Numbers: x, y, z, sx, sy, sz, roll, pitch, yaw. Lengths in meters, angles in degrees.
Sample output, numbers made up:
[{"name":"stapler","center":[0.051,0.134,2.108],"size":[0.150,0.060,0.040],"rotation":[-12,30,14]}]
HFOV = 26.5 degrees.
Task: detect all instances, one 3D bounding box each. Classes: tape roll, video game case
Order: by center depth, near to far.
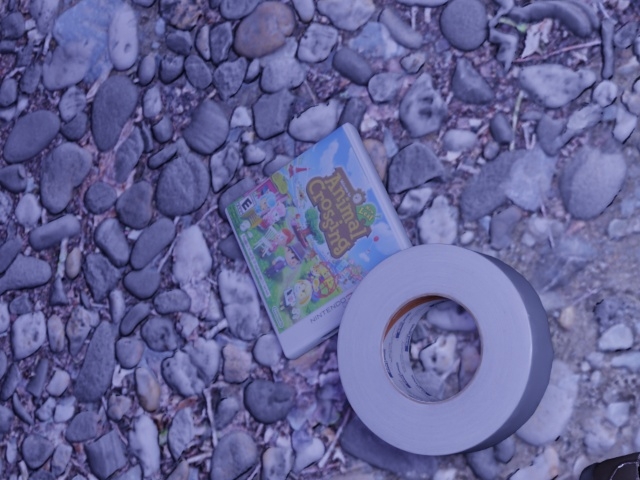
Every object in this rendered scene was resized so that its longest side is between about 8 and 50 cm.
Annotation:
[{"name":"tape roll","center":[0.129,0.115,1.428],"size":[0.219,0.072,0.219],"rotation":[-4,82,27]},{"name":"video game case","center":[0.000,0.000,1.576],"size":[0.193,0.023,0.212],"rotation":[-34,63,20]}]

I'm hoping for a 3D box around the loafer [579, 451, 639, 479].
[{"name":"loafer","center":[0.320,0.292,1.268],"size":[0.078,0.080,0.220],"rotation":[-45,58,31]}]
